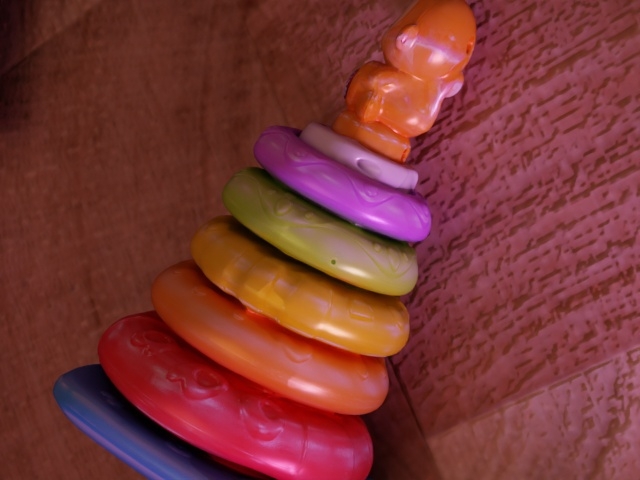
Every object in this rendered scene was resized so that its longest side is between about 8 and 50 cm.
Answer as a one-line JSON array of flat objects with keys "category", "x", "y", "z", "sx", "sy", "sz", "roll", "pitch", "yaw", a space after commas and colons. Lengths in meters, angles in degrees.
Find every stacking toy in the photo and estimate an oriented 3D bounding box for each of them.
[{"category": "stacking toy", "x": 0.000, "y": 0.000, "z": 0.866, "sx": 0.165, "sy": 0.175, "sz": 0.302, "roll": 30, "pitch": 100, "yaw": 24}]
